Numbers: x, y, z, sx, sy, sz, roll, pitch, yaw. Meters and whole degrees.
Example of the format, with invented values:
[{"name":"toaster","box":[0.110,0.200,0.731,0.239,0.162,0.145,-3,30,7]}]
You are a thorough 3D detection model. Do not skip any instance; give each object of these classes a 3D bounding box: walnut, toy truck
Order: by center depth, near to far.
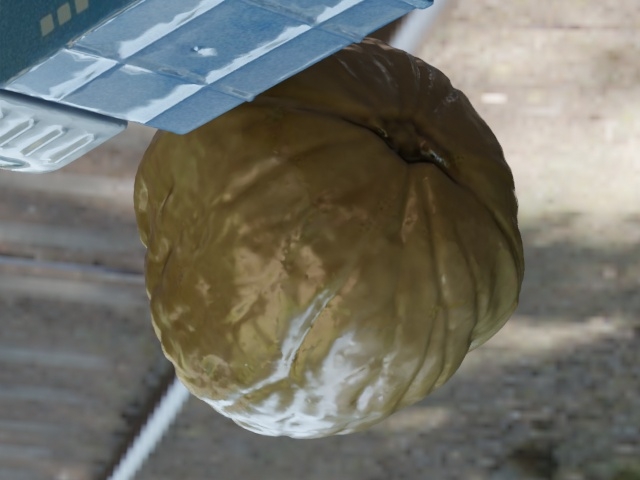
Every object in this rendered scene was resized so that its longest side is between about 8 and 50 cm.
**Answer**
[{"name":"toy truck","box":[-0.081,-0.154,0.879,0.367,0.175,0.146,-25,154,37]},{"name":"walnut","box":[0.000,0.000,1.058,0.228,0.228,0.228,3,163,1]}]
